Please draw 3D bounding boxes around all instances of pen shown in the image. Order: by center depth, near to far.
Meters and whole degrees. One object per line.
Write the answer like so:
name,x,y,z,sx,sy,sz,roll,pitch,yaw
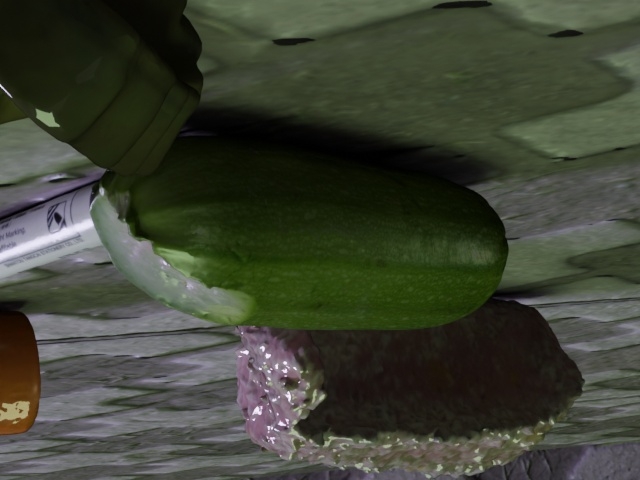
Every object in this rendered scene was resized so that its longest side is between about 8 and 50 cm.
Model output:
pen,-0.145,0.008,0.780,0.025,0.025,0.204,4,166,-43

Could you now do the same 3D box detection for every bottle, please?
bottle,-0.240,0.071,0.945,0.187,0.069,0.069,-1,168,-23

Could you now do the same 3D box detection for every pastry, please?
pastry,0.037,0.084,1.076,0.265,0.102,0.112,13,141,-45

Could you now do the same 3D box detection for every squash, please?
squash,0.000,0.000,0.711,0.069,0.069,0.239,-14,168,34

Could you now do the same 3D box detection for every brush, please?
brush,-0.073,-0.058,0.340,0.084,0.071,0.301,-3,172,0
